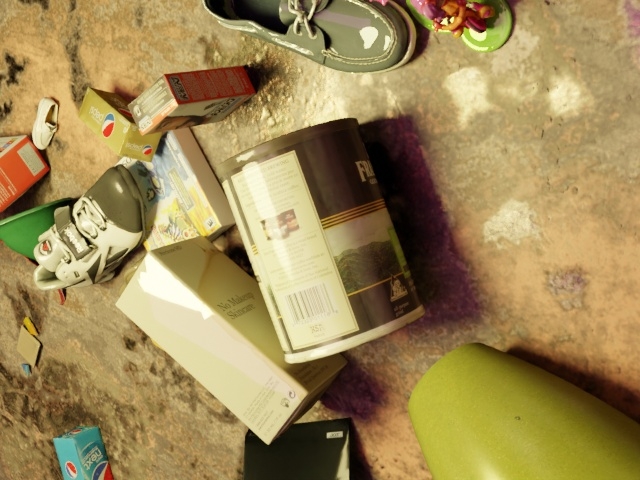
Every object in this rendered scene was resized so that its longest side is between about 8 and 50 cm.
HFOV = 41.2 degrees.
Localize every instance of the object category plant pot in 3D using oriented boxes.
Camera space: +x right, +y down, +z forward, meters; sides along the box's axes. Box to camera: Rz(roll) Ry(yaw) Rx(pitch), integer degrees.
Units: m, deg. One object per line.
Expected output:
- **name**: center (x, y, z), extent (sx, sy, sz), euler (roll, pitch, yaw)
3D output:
- **plant pot**: center (0.244, 0.267, 1.010), extent (0.293, 0.275, 0.274), euler (46, 126, 37)

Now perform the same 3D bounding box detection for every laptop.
- **laptop**: center (0.001, 0.436, 1.378), extent (0.234, 0.136, 0.264), euler (-16, 118, 40)

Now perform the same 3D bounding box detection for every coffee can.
- **coffee can**: center (0.000, 0.000, 1.137), extent (0.202, 0.202, 0.275), euler (-19, 91, 39)

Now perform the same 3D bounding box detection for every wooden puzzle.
- **wooden puzzle**: center (-0.612, 0.222, 1.787), extent (0.078, 0.014, 0.116), euler (46, 125, 23)

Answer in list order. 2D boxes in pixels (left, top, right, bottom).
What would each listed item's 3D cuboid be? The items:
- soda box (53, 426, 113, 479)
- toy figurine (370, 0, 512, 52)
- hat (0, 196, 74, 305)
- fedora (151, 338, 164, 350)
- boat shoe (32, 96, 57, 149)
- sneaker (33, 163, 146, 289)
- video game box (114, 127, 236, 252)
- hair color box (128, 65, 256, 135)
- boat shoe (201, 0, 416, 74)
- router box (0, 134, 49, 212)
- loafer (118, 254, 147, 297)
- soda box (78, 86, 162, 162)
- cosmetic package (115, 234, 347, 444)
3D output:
- **soda box**: center (-0.464, 0.484, 1.711), extent (0.071, 0.067, 0.210), euler (-11, 96, 38)
- **toy figurine**: center (0.126, -0.288, 0.988), extent (0.130, 0.159, 0.173), euler (-44, 76, 37)
- **hat**: center (-0.497, 0.034, 1.563), extent (0.173, 0.208, 0.183), euler (-21, 95, 15)
- **fedora**: center (-0.227, 0.139, 1.427), extent (0.194, 0.079, 0.194), euler (12, 109, 35)
- **boat shoe**: center (-0.504, -0.212, 1.571), extent (0.035, 0.035, 0.100), euler (30, 112, 31)
- **sneaker**: center (-0.400, -0.001, 1.441), extent (0.122, 0.146, 0.330), euler (56, 138, 16)
- **video game box**: center (-0.249, -0.074, 1.407), extent (0.187, 0.048, 0.205), euler (-35, 80, 41)
- **hair color box**: center (-0.185, -0.205, 1.242), extent (0.093, 0.167, 0.053), euler (-29, 84, 39)
- **boat shoe**: center (-0.024, -0.293, 1.139), extent (0.320, 0.099, 0.116), euler (26, 117, 30)
- **router box**: center (-0.731, -0.076, 1.609), extent (0.336, 0.301, 0.082), euler (3, 131, 38)
- **loafer**: center (-0.312, 0.073, 1.483), extent (0.050, 0.056, 0.148), euler (43, 149, 3)
- **soda box**: center (-0.329, -0.190, 1.385), extent (0.181, 0.061, 0.058), euler (37, 110, 45)
- **cosmetic package**: center (-0.129, 0.139, 1.265), extent (0.309, 0.160, 0.113), euler (40, 112, 11)
